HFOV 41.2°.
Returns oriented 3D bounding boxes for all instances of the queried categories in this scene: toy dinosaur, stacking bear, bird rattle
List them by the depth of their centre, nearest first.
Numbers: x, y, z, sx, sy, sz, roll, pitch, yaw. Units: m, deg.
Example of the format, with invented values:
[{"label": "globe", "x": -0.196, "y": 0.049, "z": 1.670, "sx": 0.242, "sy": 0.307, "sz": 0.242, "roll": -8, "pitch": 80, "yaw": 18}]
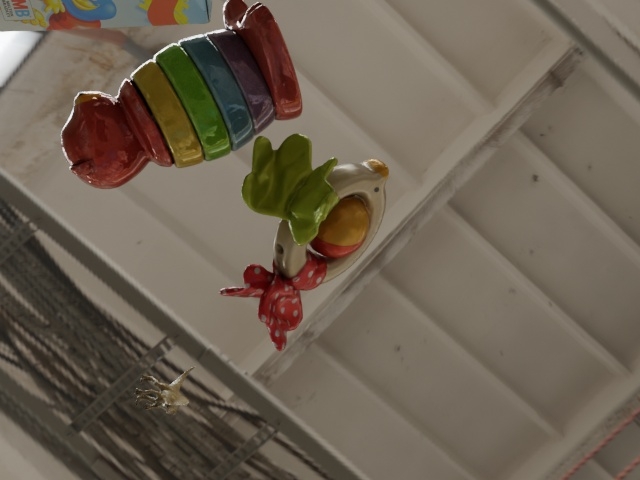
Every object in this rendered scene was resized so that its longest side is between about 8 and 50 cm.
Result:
[{"label": "bird rattle", "x": 0.000, "y": 0.000, "z": 1.010, "sx": 0.143, "sy": 0.207, "sz": 0.253, "roll": 34, "pitch": -47, "yaw": 40}, {"label": "stacking bear", "x": -0.183, "y": -0.164, "z": 1.055, "sx": 0.289, "sy": 0.175, "sz": 0.164, "roll": -28, "pitch": -63, "yaw": -10}, {"label": "toy dinosaur", "x": -0.274, "y": 0.270, "z": 1.497, "sx": 0.093, "sy": 0.183, "sz": 0.053, "roll": 12, "pitch": -78, "yaw": -3}]

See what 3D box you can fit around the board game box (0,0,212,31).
[{"label": "board game box", "x": -0.147, "y": -0.286, "z": 0.591, "sx": 0.142, "sy": 0.275, "sz": 0.144, "roll": -3, "pitch": -41, "yaw": 0}]
